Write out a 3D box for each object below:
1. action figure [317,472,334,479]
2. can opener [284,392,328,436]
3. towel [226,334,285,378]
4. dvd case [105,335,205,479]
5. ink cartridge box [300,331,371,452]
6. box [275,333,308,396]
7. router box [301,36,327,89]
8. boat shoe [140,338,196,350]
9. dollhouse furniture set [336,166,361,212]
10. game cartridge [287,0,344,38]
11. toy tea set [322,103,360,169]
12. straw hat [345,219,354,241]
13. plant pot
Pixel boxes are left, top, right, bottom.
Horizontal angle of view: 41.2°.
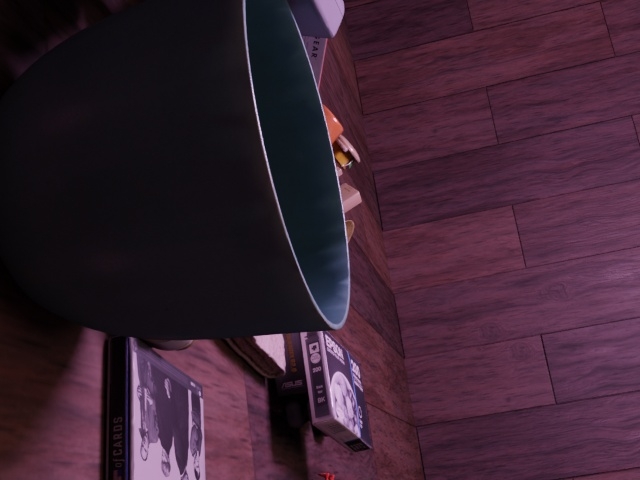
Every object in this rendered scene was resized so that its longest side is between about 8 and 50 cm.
[{"bbox_3d":[0.007,0.451,1.423,0.038,0.030,0.115,49,35,-59],"label":"action figure"},{"bbox_3d":[0.008,0.295,1.466,0.280,0.074,0.093,33,45,-75],"label":"can opener"},{"bbox_3d":[-0.104,0.066,1.190,0.282,0.049,0.187,60,22,-61],"label":"towel"},{"bbox_3d":[-0.151,0.230,0.807,0.179,0.029,0.239,60,22,-61],"label":"dvd case"},{"bbox_3d":[0.022,0.214,1.357,0.206,0.045,0.208,52,24,-59],"label":"ink cartridge box"},{"bbox_3d":[-0.034,0.162,1.442,0.231,0.056,0.183,28,52,-77],"label":"box"},{"bbox_3d":[-0.046,-0.203,1.112,0.301,0.082,0.336,-86,-174,-56],"label":"router box"},{"bbox_3d":[-0.128,-0.034,0.886,0.103,0.113,0.303,60,46,-68],"label":"boat shoe"},{"bbox_3d":[0.014,-0.053,1.696,0.151,0.144,0.123,35,-28,47],"label":"dollhouse furniture set"},{"bbox_3d":[-0.129,-0.267,0.784,0.198,0.297,0.062,22,86,-76],"label":"game cartridge"},{"bbox_3d":[-0.023,-0.226,1.883,0.200,0.124,0.336,51,1,26],"label":"toy tea set"},{"bbox_3d":[0.000,0.000,1.760,0.061,0.144,0.144,38,-5,21],"label":"straw hat"},{"bbox_3d":[-0.124,-0.052,0.694,0.293,0.235,0.293,-11,90,-79],"label":"plant pot"}]
